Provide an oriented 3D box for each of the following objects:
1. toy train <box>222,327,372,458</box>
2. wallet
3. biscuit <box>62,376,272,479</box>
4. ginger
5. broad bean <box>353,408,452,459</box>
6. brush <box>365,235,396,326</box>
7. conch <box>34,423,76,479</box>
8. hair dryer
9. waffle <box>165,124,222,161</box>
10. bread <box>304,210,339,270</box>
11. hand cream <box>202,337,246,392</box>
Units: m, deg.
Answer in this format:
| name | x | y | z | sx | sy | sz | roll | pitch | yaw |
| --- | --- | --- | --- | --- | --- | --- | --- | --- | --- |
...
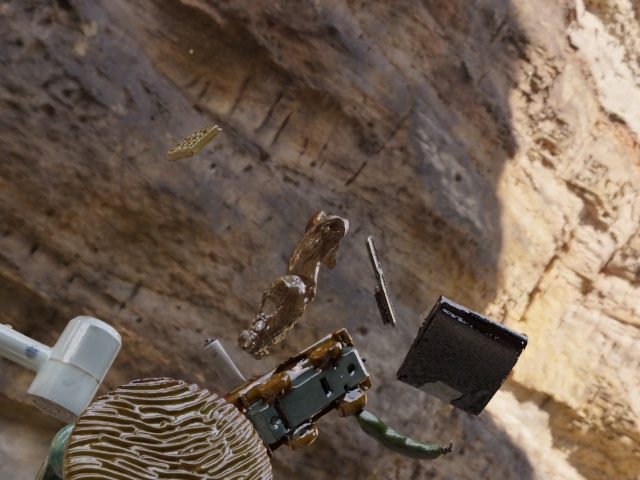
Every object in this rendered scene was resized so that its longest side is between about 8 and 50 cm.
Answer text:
| name | x | y | z | sx | sy | sz | roll | pitch | yaw |
| --- | --- | --- | --- | --- | --- | --- | --- | --- | --- |
| toy train | -0.064 | 0.344 | 1.758 | 0.232 | 0.369 | 0.163 | -9 | -72 | 60 |
| wallet | 0.316 | 0.270 | 1.802 | 0.221 | 0.071 | 0.262 | 24 | -56 | 1 |
| biscuit | -0.220 | 0.335 | 1.180 | 0.318 | 0.318 | 0.040 | 34 | -54 | 8 |
| ginger | -0.049 | 0.072 | 1.355 | 0.084 | 0.290 | 0.122 | 23 | -20 | 29 |
| broad bean | 0.173 | 0.427 | 1.711 | 0.227 | 0.069 | 0.039 | 16 | 7 | 14 |
| brush | 0.147 | 0.108 | 2.029 | 0.036 | 0.043 | 0.247 | -13 | -71 | 13 |
| conch | -0.576 | 0.508 | 1.827 | 0.122 | 0.176 | 0.188 | 42 | -36 | 7 |
| hair dryer | -0.547 | 0.169 | 1.402 | 0.358 | 0.173 | 0.107 | 29 | -32 | -10 |
| waffle | -0.263 | -0.200 | 1.631 | 0.021 | 0.092 | 0.135 | 52 | -24 | -22 |
| bread | 0.000 | 0.000 | 1.896 | 0.126 | 0.044 | 0.129 | 54 | -31 | 30 |
| hand cream | -0.300 | 0.380 | 2.427 | 0.087 | 0.054 | 0.186 | -33 | -91 | 30 |
